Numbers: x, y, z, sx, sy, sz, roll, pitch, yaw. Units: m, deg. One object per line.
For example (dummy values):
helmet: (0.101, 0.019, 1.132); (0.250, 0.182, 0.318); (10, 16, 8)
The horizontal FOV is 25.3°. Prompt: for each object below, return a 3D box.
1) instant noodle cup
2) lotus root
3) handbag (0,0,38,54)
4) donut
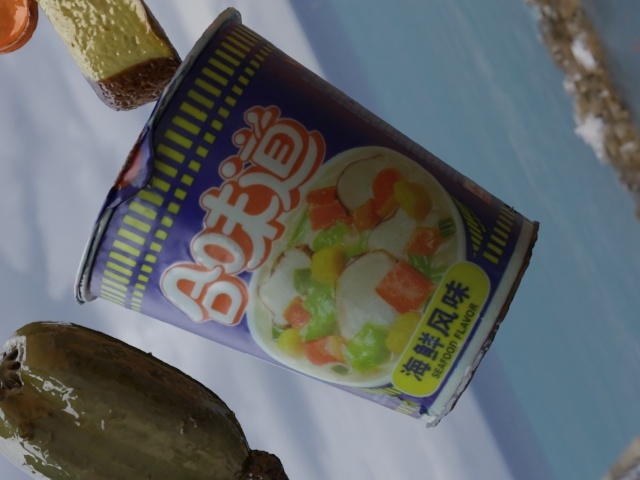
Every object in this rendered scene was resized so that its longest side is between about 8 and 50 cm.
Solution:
instant noodle cup: (0.000, 0.000, 1.177); (0.312, 0.284, 0.284); (27, -177, 1)
lotus root: (-0.102, 0.110, 0.796); (0.183, 0.090, 0.077); (26, 180, -17)
handbag: (-0.432, -0.325, 1.262); (0.410, 0.303, 0.116); (79, -175, -52)
donut: (-0.194, -0.193, 1.299); (0.141, 0.085, 0.217); (55, 176, 45)
